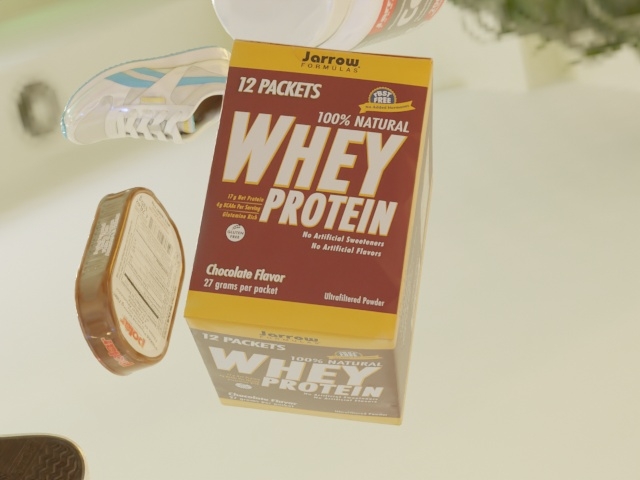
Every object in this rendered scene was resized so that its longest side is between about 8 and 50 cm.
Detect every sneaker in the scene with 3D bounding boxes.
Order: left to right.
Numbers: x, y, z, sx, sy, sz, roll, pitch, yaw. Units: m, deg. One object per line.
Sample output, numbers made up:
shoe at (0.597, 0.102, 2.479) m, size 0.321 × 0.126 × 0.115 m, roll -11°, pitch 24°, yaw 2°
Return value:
sneaker at (-0.361, 0.226, 1.609) m, size 0.290 × 0.106 × 0.123 m, roll 8°, pitch 158°, yaw -2°
sneaker at (-0.197, -0.160, 2.056) m, size 0.228 × 0.087 × 0.092 m, roll -19°, pitch -123°, yaw -12°

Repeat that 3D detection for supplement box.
supplement box at (0.000, 0.000, 1.130) m, size 0.129 × 0.191 × 0.194 m, roll 6°, pitch 159°, yaw 6°

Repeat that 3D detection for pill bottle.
pill bottle at (0.015, -0.272, 1.760) m, size 0.161 × 0.161 × 0.283 m, roll -4°, pitch -168°, yaw 27°

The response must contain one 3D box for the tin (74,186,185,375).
tin at (-0.162, 0.032, 1.486) m, size 0.040 × 0.106 × 0.190 m, roll -21°, pitch -144°, yaw 24°
